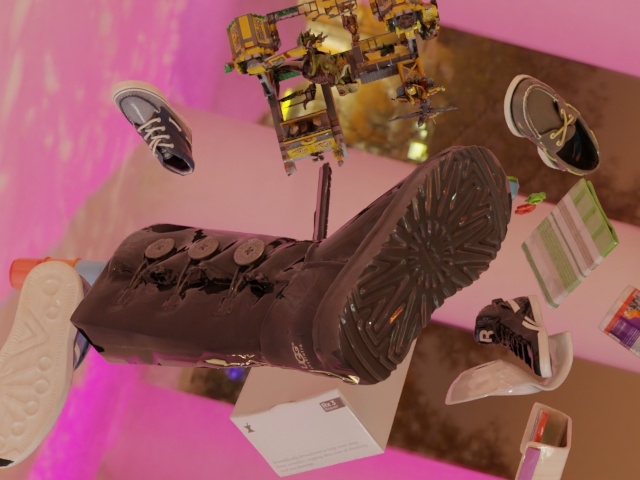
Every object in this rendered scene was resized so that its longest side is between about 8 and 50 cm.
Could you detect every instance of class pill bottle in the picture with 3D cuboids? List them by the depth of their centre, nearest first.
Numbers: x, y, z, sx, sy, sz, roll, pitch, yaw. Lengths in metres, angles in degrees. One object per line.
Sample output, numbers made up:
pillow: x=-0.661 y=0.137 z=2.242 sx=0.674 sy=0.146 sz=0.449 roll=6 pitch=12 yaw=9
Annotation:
pill bottle: x=0.643 y=0.181 z=2.187 sx=0.108 sy=0.193 sz=0.108 roll=-48 pitch=164 yaw=-19

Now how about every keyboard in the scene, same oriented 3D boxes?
keyboard: x=0.000 y=0.000 z=2.414 sx=0.201 sy=0.033 sz=0.317 roll=155 pitch=-60 yaw=-85

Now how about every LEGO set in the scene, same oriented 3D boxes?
LEGO set: x=0.035 y=-0.223 z=1.636 sx=0.255 sy=0.331 sz=0.192 roll=84 pitch=-7 yaw=-68

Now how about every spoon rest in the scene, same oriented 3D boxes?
spoon rest: x=0.322 y=0.227 z=1.879 sx=0.137 sy=0.276 sz=0.084 roll=-25 pitch=-96 yaw=53

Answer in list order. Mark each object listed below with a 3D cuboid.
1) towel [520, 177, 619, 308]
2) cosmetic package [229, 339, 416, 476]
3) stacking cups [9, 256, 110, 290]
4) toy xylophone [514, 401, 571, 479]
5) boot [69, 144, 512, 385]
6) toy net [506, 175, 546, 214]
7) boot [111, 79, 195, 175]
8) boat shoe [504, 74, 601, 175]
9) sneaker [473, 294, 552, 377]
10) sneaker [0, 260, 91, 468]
towel: x=0.333 y=0.006 z=1.517 sx=0.152 sy=0.023 sz=0.113 roll=-54 pitch=-136 yaw=43
cosmetic package: x=0.025 y=0.186 z=1.895 sx=0.156 sy=0.217 sz=0.385 roll=53 pitch=37 yaw=-26
stacking cups: x=-0.423 y=0.078 z=2.134 sx=0.096 sy=0.316 sz=0.096 roll=3 pitch=90 yaw=-77
toy xylophone: x=0.424 y=0.441 z=2.214 sx=0.322 sy=0.081 sz=0.236 roll=9 pitch=97 yaw=-79
boot: x=-0.040 y=0.020 z=1.364 sx=0.367 sy=0.445 sz=0.146 roll=-42 pitch=116 yaw=-39
toy net: x=0.343 y=-0.060 z=2.250 sx=0.232 sy=0.122 sz=0.045 roll=134 pitch=-50 yaw=-59
boot: x=-0.253 y=-0.174 z=1.772 sx=0.190 sy=0.069 sz=0.086 roll=36 pitch=34 yaw=-55
boat shoe: x=0.429 y=-0.208 z=2.084 sx=0.305 sy=0.091 sz=0.109 roll=35 pitch=83 yaw=-52
sneaker: x=0.323 y=0.171 z=1.933 sx=0.217 sy=0.121 sz=0.079 roll=-84 pitch=164 yaw=-64
sneaker: x=-0.423 y=0.203 z=1.741 sx=0.236 sy=0.130 sz=0.323 roll=100 pitch=4 yaw=-71
